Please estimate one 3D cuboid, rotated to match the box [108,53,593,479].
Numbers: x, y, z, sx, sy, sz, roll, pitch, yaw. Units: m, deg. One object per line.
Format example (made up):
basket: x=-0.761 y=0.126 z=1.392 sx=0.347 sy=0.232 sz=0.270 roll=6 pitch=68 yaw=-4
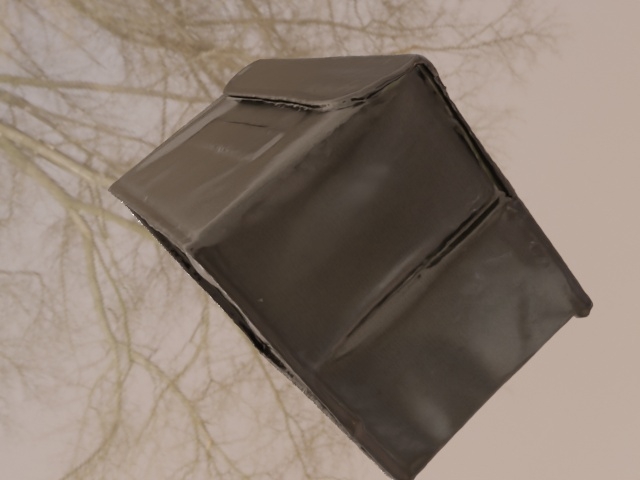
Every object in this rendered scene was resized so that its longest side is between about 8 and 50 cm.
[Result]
box: x=0.001 y=-0.001 z=0.710 sx=0.204 sy=0.251 sz=0.345 roll=-43 pitch=-157 yaw=-10
